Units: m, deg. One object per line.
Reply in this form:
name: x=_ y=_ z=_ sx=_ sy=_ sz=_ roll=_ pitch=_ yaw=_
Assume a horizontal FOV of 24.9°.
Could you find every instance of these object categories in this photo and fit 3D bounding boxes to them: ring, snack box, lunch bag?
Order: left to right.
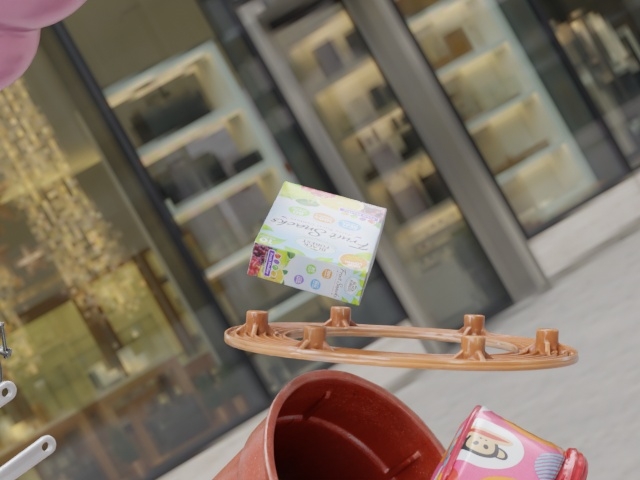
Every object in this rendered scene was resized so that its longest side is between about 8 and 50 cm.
snack box: x=0.000 y=0.000 z=1.278 sx=0.141 sy=0.100 sz=0.037 roll=-67 pitch=-9 yaw=-64
ring: x=0.076 y=0.089 z=1.374 sx=0.336 sy=0.032 sz=0.336 roll=2 pitch=1 yaw=0
lunch bag: x=0.085 y=0.291 z=1.061 sx=0.258 sy=0.120 sz=0.293 roll=-48 pitch=-20 yaw=-60

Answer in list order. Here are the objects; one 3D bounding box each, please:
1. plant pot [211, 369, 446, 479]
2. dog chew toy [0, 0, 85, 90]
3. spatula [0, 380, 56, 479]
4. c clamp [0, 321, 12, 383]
plant pot: x=-0.025 y=0.315 z=1.465 sx=0.265 sy=0.272 sz=0.272 roll=-42 pitch=-7 yaw=33
dog chew toy: x=-0.235 y=-0.250 z=1.069 sx=0.332 sy=0.206 sz=0.206 roll=-62 pitch=-14 yaw=23
spatula: x=-0.336 y=0.182 z=1.180 sx=0.242 sy=0.168 sz=0.019 roll=-36 pitch=20 yaw=-34
c clamp: x=-0.456 y=0.131 z=1.822 sx=0.160 sy=0.137 sz=0.022 roll=13 pitch=43 yaw=15
